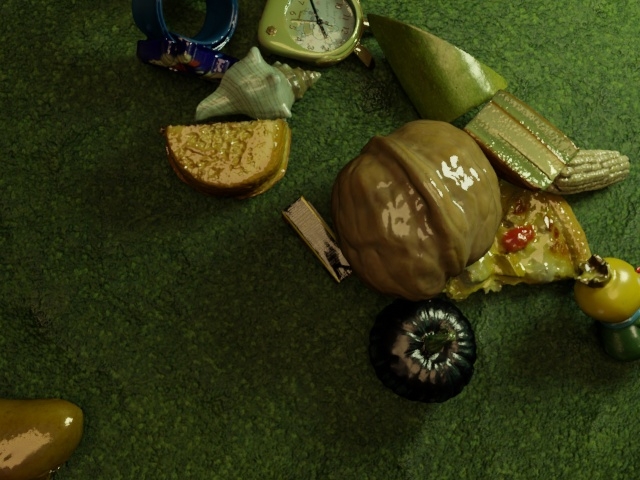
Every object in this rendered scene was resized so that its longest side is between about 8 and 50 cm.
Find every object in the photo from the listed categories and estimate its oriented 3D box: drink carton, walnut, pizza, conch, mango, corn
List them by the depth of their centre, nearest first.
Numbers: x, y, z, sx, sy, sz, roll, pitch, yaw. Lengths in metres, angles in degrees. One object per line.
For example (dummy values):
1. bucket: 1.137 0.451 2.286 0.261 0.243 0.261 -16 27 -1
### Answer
1. walnut: 0.157 -0.058 1.215 0.296 0.285 0.285 -33 85 -13
2. mango: -0.531 0.347 1.217 0.262 0.130 0.167 -9 79 -9
3. conch: -0.096 -0.269 1.281 0.114 0.234 0.137 31 122 36
4. drink carton: 0.000 0.000 1.305 0.056 0.071 0.165 -39 87 -3
5. corn: 0.472 -0.127 1.310 0.211 0.087 0.087 -5 82 -38
6. pizza: 0.344 0.021 1.313 0.288 0.075 0.280 -39 86 -7

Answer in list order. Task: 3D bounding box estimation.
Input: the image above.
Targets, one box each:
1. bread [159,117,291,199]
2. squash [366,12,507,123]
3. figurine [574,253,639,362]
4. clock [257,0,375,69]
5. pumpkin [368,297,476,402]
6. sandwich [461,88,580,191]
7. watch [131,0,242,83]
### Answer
1. bread: -0.164 -0.146 1.280 0.229 0.143 0.139 -3 83 0
2. squash: 0.216 -0.350 1.319 0.169 0.093 0.252 -32 98 -4
3. figurine: 0.536 0.089 1.252 0.185 0.127 0.234 -37 113 -3
4. clock: 0.007 -0.402 1.355 0.232 0.069 0.170 19 82 -1
5. pumpkin: 0.178 0.188 1.257 0.194 0.150 0.194 -4 77 19
6. sandwich: 0.340 -0.161 1.286 0.187 0.144 0.117 42 85 12
7. watch: -0.231 -0.395 1.294 0.171 0.196 0.200 15 98 38
